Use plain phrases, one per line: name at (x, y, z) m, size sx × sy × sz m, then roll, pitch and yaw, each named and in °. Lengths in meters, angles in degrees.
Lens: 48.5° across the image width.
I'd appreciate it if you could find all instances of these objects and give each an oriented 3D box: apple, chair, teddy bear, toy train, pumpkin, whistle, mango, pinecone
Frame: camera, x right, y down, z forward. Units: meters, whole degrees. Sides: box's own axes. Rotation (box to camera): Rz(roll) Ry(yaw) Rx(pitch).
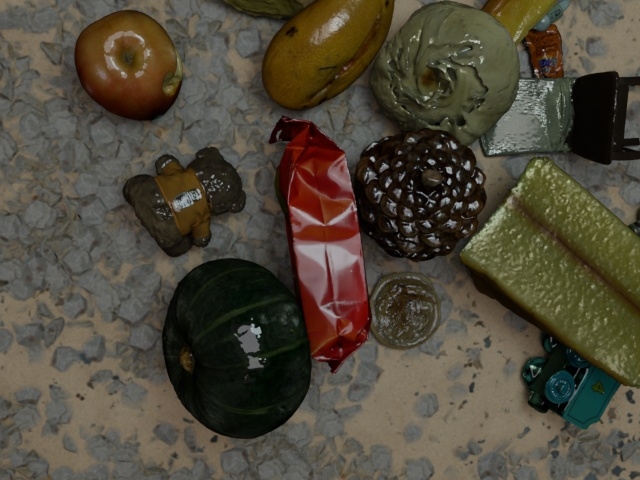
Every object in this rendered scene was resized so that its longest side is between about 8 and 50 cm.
apple at (-0.317, -0.294, 1.185) m, size 0.199 × 0.199 × 0.199 m, roll 0°, pitch 92°, yaw -6°
chair at (0.469, -0.224, 1.275) m, size 0.318 × 0.186 × 0.160 m, roll -2°, pitch 105°, yaw -8°
teddy bear at (-0.228, -0.075, 1.231) m, size 0.190 × 0.140 × 0.177 m, roll -31°, pitch 92°, yaw -13°
toy train at (0.479, 0.248, 1.334) m, size 0.154 × 0.107 × 0.198 m, roll 33°, pitch 89°, yaw -14°
pumpkin at (-0.137, 0.172, 1.171) m, size 0.207 × 0.300 × 0.301 m, roll -17°, pitch 94°, yaw -34°
whistle at (0.430, -0.422, 1.331) m, size 0.100 × 0.035 × 0.035 m, roll -38°, pitch 96°, yaw -18°
mango at (0.023, -0.339, 1.211) m, size 0.295 × 0.177 × 0.120 m, roll -41°, pitch 59°, yaw 20°
pinecone at (0.158, -0.075, 1.200) m, size 0.224 × 0.272 × 0.225 m, roll 0°, pitch 87°, yaw -4°

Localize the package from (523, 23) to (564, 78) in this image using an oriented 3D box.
package at (0.421, -0.354, 1.338) m, size 0.077 × 0.033 × 0.111 m, roll -9°, pitch 88°, yaw 4°

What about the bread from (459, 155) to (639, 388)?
bread at (0.457, 0.064, 1.202) m, size 0.361 × 0.245 × 0.233 m, roll 36°, pitch 87°, yaw 24°

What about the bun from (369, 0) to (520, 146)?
bun at (0.214, -0.274, 1.215) m, size 0.259 × 0.152 × 0.260 m, roll 6°, pitch 114°, yaw 15°

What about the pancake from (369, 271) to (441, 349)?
pancake at (0.155, 0.131, 1.330) m, size 0.151 × 0.025 × 0.152 m, roll 0°, pitch 94°, yaw -6°

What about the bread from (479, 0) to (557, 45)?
bread at (0.343, -0.416, 1.296) m, size 0.094 × 0.102 × 0.245 m, roll 42°, pitch 89°, yaw -12°

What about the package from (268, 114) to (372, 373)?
package at (0.000, 0.001, 1.223) m, size 0.123 × 0.196 × 0.424 m, roll -10°, pitch 92°, yaw -8°

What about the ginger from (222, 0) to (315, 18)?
ginger at (-0.064, -0.496, 1.235) m, size 0.275 × 0.130 × 0.221 m, roll 23°, pitch 83°, yaw -8°

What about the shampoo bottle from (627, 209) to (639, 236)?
shampoo bottle at (0.660, -0.046, 1.352) m, size 0.161 × 0.079 × 0.079 m, roll -21°, pitch 94°, yaw -5°
